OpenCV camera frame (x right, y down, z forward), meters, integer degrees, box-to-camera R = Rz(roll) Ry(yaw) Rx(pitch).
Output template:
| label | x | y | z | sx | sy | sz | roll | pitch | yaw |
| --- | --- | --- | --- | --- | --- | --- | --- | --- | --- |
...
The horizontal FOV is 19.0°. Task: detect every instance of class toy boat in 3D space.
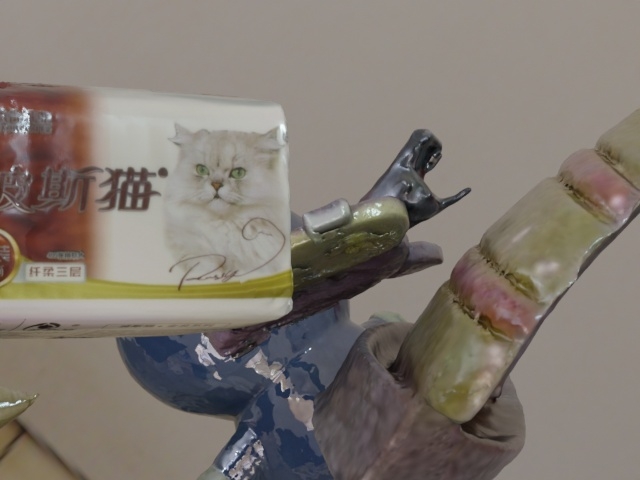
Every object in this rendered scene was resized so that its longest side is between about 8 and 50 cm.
| label | x | y | z | sx | sy | sz | roll | pitch | yaw |
| --- | --- | --- | --- | --- | --- | --- | --- | --- | --- |
| toy boat | 0.102 | 0.037 | 1.052 | 0.111 | 0.293 | 0.276 | 38 | 27 | 7 |

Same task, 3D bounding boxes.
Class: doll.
| label | x | y | z | sx | sy | sz | roll | pitch | yaw |
| --- | --- | --- | --- | --- | --- | --- | --- | --- | --- |
| doll | -0.037 | 0.089 | 1.416 | 0.258 | 0.154 | 0.228 | 45 | 60 | 7 |

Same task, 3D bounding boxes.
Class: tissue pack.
| label | x | y | z | sx | sy | sz | roll | pitch | yaw |
| --- | --- | --- | --- | --- | --- | --- | --- | --- | --- |
| tissue pack | -0.100 | -0.011 | 0.773 | 0.148 | 0.106 | 0.099 | 2 | 84 | -29 |

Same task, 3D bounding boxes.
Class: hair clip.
| label | x | y | z | sx | sy | sz | roll | pitch | yaw |
| --- | --- | --- | --- | --- | --- | --- | --- | --- | --- |
| hair clip | 0.005 | 0.006 | 1.137 | 0.056 | 0.187 | 0.146 | 55 | -1 | 20 |

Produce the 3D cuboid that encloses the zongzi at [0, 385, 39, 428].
| label | x | y | z | sx | sy | sz | roll | pitch | yaw |
| --- | --- | --- | --- | --- | --- | --- | --- | --- | --- |
| zongzi | -0.362 | 0.127 | 1.219 | 0.300 | 0.274 | 0.145 | -16 | 102 | -28 |
